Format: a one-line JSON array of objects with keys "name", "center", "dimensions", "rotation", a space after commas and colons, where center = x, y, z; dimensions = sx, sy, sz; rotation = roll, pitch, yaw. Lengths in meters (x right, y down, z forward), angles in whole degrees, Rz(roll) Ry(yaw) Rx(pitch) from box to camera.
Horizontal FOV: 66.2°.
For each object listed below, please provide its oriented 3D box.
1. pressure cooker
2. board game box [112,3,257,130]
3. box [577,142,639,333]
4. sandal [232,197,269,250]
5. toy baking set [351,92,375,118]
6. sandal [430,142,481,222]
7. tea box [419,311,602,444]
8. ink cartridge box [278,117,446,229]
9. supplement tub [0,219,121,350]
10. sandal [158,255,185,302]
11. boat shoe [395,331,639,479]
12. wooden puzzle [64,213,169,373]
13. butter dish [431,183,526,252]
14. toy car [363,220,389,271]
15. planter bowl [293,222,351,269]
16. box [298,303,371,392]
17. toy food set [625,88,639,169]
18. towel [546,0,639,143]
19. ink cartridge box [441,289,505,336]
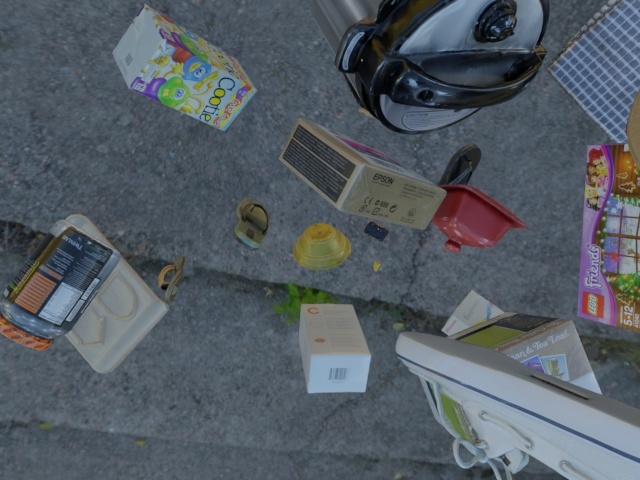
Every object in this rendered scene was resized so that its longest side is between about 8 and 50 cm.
[{"name": "pressure cooker", "center": [0.197, -0.409, 0.919], "dimensions": [0.370, 0.420, 0.375], "rotation": [-32, 154, 14]}, {"name": "board game box", "center": [-0.311, -0.395, 1.154], "dimensions": [0.142, 0.144, 0.275], "rotation": [-44, 150, 21]}, {"name": "box", "center": [0.506, -0.002, 0.745], "dimensions": [0.057, 0.201, 0.293], "rotation": [-6, 99, -27]}, {"name": "sandal", "center": [-0.203, -0.064, 1.543], "dimensions": [0.120, 0.302, 0.086], "rotation": [27, 110, -17]}, {"name": "toy baking set", "center": [0.180, -0.483, 1.610], "dimensions": [0.030, 0.256, 0.196], "rotation": [-35, 135, -21]}, {"name": "sandal", "center": [0.374, -0.151, 1.380], "dimensions": [0.097, 0.054, 0.254], "rotation": [15, 115, -40]}, {"name": "tea box", "center": [0.459, 0.350, 1.274], "dimensions": [0.329, 0.323, 0.219], "rotation": [-21, 87, -7]}, {"name": "ink cartridge box", "center": [0.076, -0.114, 0.865], "dimensions": [0.235, 0.193, 0.088], "rotation": [8, 117, -44]}, {"name": "supplement tub", "center": [-0.424, 0.071, 0.791], "dimensions": [0.117, 0.117, 0.190], "rotation": [37, 77, -22]}, {"name": "sandal", "center": [-0.331, 0.080, 1.080], "dimensions": [0.049, 0.180, 0.072], "rotation": [17, 105, -17]}, {"name": "boat shoe", "center": [0.237, 0.236, 0.613], "dimensions": [0.136, 0.367, 0.156], "rotation": [11, 94, -49]}, {"name": "wooden puzzle", "center": [-0.603, 0.145, 1.325], "dimensions": [0.348, 0.080, 0.322], "rotation": [46, 112, 0]}, {"name": "butter dish", "center": [0.282, -0.031, 0.960], "dimensions": [0.160, 0.160, 0.118], "rotation": [30, 89, -14]}, {"name": "toy car", "center": [0.124, 0.009, 1.184], "dimensions": [0.060, 0.040, 0.122], "rotation": [11, 111, -4]}, {"name": "planter bowl", "center": [0.000, 0.000, 1.794], "dimensions": [0.217, 0.217, 0.090], "rotation": [-14, 132, -6]}, {"name": "box", "center": [0.042, 0.398, 1.860], "dimensions": [0.215, 0.345, 0.168], "rotation": [2, 114, -9]}, {"name": "toy food set", "center": [0.190, -0.063, 0.240], "dimensions": [0.020, 0.082, 0.083], "rotation": [6, 69, -24]}, {"name": "towel", "center": [0.652, -0.356, 1.029], "dimensions": [0.283, 0.121, 0.235], "rotation": [48, 133, 4]}, {"name": "ink cartridge box", "center": [0.506, 0.275, 1.572], "dimensions": [0.127, 0.176, 0.128], "rotation": [-44, 162, -28]}]
